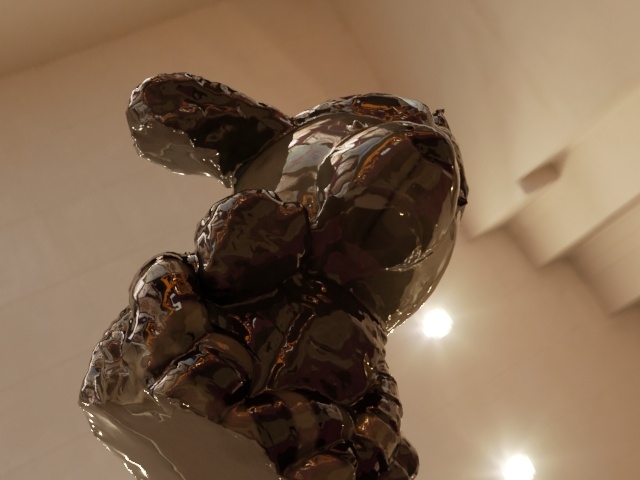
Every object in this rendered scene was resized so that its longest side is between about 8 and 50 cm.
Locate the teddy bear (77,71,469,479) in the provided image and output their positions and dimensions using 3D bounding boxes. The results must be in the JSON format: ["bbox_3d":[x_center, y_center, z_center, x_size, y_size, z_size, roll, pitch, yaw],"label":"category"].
[{"bbox_3d":[-0.015,0.006,0.619,0.171,0.144,0.251,25,-118,-15],"label":"teddy bear"}]
